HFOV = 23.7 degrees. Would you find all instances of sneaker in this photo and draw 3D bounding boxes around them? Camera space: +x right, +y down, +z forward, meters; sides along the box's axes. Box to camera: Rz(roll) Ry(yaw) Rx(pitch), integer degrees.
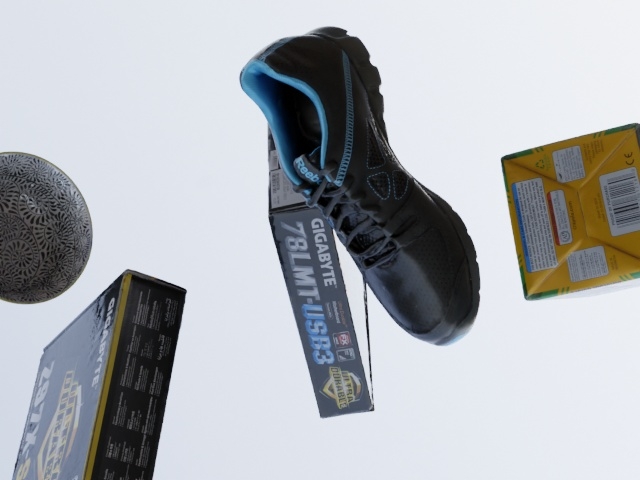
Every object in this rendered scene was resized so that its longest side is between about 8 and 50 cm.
[{"bbox_3d":[0.030,-0.042,1.473,0.140,0.125,0.340,-21,-101,-54],"label":"sneaker"}]

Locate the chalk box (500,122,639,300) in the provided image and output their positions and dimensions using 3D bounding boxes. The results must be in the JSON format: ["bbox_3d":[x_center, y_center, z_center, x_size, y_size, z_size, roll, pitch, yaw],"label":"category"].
[{"bbox_3d":[0.364,-0.029,1.867,0.289,0.179,0.180,4,-105,-62],"label":"chalk box"}]

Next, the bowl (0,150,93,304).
[{"bbox_3d":[-0.344,-0.006,1.684,0.170,0.080,0.170,9,-107,-32],"label":"bowl"}]

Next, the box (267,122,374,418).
[{"bbox_3d":[0.000,0.000,1.756,0.073,0.295,0.293,-9,-146,6],"label":"box"}]

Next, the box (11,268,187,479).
[{"bbox_3d":[-0.246,0.223,1.581,0.079,0.257,0.322,20,-121,-20],"label":"box"}]
